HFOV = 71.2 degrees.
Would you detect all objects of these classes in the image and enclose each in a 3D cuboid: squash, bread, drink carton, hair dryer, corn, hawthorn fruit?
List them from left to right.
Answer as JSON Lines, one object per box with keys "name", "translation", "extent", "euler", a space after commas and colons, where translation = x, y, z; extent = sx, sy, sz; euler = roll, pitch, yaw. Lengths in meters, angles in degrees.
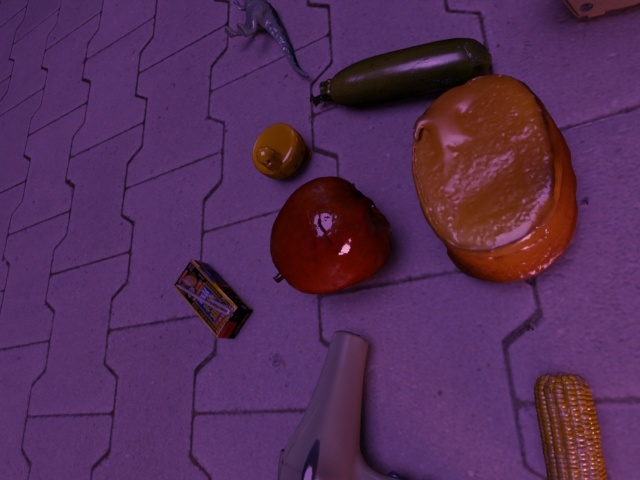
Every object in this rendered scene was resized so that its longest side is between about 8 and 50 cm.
{"name": "drink carton", "translation": [-0.209, 0.110, 0.860], "extent": [0.165, 0.056, 0.071], "euler": [37, 98, 34]}
{"name": "hawthorn fruit", "translation": [0.000, 0.000, 0.693], "extent": [0.202, 0.185, 0.185], "euler": [-40, 58, 20]}
{"name": "hair dryer", "translation": [0.076, 0.268, 0.624], "extent": [0.298, 0.119, 0.296], "euler": [-12, 64, 11]}
{"name": "squash", "translation": [0.118, -0.278, 0.767], "extent": [0.331, 0.087, 0.087], "euler": [0, 75, 34]}
{"name": "bread", "translation": [0.227, -0.083, 0.597], "extent": [0.195, 0.142, 0.270], "euler": [-16, 64, 29]}
{"name": "corn", "translation": [0.280, 0.234, 0.500], "extent": [0.063, 0.085, 0.165], "euler": [-5, 75, 13]}

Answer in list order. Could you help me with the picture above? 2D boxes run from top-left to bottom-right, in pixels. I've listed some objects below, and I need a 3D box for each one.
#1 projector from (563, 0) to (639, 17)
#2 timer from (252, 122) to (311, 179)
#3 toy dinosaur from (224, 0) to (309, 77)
{"name": "projector", "translation": [0.359, -0.384, 0.536], "extent": [0.193, 0.269, 0.088], "euler": [0, 75, 32]}
{"name": "timer", "translation": [-0.084, -0.170, 0.840], "extent": [0.107, 0.109, 0.107], "euler": [-11, 69, 29]}
{"name": "toy dinosaur", "translation": [-0.143, -0.460, 0.989], "extent": [0.129, 0.076, 0.383], "euler": [-20, 69, -2]}
